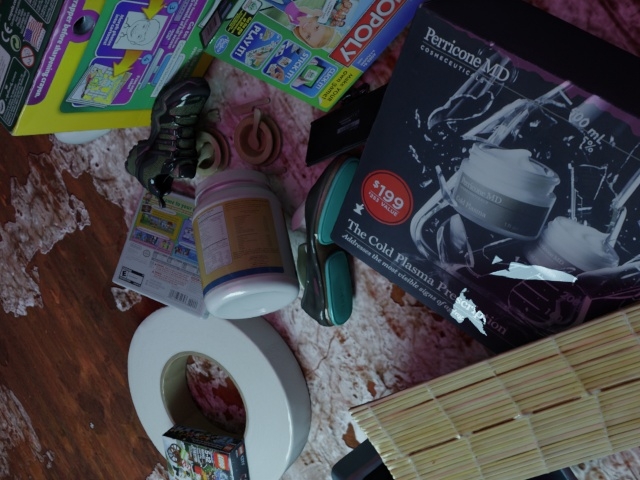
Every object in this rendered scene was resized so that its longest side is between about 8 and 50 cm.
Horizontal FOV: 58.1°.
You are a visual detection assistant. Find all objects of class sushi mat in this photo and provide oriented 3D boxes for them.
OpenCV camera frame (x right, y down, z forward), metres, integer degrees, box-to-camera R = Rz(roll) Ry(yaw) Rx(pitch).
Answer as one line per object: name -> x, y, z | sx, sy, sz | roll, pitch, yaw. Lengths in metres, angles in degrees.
sushi mat -> 0.201, 0.178, 0.584 | 0.316, 0.019, 0.151 | -25, 102, 17

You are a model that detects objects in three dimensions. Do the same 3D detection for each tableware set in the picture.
tableware set -> -0.153, -0.155, 0.952 | 0.194, 0.039, 0.128 | -8, 100, 31

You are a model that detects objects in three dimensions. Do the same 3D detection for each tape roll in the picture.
tape roll -> -0.200, 0.290, 1.088 | 0.392, 0.072, 0.392 | 9, 109, 27

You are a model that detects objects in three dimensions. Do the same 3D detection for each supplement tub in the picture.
supplement tub -> -0.119, 0.006, 0.888 | 0.144, 0.144, 0.199 | -29, 63, 32

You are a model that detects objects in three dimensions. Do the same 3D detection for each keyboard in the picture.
keyboard -> 0.047, -0.171, 0.812 | 0.180, 0.023, 0.108 | -15, 60, 46

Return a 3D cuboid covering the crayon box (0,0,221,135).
crayon box -> -0.259, -0.322, 0.802 | 0.106, 0.313, 0.363 | 46, 120, 11

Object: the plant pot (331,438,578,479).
plant pot -> 0.161, 0.341, 0.785 | 0.247, 0.248, 0.252 | 56, 162, 5

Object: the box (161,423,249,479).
box -> -0.204, 0.468, 1.073 | 0.159, 0.044, 0.233 | 2, 106, 29

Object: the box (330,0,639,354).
box -> 0.228, -0.057, 0.646 | 0.343, 0.179, 0.312 | 34, 131, 17

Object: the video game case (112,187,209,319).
video game case -> -0.259, 0.015, 1.028 | 0.212, 0.023, 0.193 | 18, 89, 24

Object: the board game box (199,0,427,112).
board game box -> 0.026, -0.319, 0.711 | 0.317, 0.213, 0.046 | -43, 47, 31

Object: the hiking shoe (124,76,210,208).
hiking shoe -> -0.228, -0.159, 0.944 | 0.114, 0.086, 0.227 | 49, 123, 12

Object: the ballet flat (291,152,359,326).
ballet flat -> 0.000, 0.000, 0.883 | 0.096, 0.095, 0.280 | 18, 113, 37

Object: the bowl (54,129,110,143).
bowl -> -0.474, -0.258, 1.096 | 0.142, 0.053, 0.142 | -9, 99, 32
